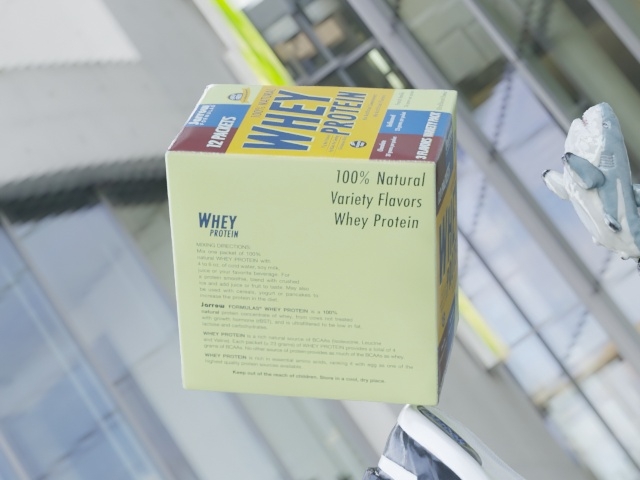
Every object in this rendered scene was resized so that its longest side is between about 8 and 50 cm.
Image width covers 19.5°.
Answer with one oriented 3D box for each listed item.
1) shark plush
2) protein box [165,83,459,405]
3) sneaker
[{"bbox_3d":[0.241,-0.028,1.452,0.067,0.161,0.073,-32,-17,-13],"label":"shark plush"},{"bbox_3d":[0.000,0.000,1.412,0.136,0.200,0.201,-68,-21,-61],"label":"protein box"},{"bbox_3d":[0.108,0.223,1.364,0.079,0.217,0.121,16,-72,-38],"label":"sneaker"}]
